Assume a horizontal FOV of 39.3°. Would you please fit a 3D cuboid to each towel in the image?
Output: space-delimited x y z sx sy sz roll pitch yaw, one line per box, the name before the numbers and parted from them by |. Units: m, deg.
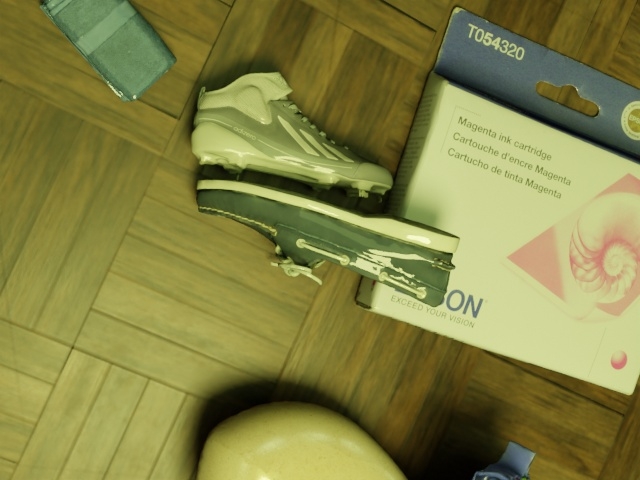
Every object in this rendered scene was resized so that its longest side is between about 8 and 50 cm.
towel | -0.193 -0.190 0.825 0.067 0.029 0.119 -43 104 -9

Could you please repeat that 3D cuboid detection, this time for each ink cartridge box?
ink cartridge box | 0.237 -0.037 0.946 0.324 0.071 0.330 18 90 -17

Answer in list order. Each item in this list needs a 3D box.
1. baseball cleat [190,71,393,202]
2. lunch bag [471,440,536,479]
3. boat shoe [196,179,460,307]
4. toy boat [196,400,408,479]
baseball cleat | -0.019 -0.103 0.863 0.205 0.072 0.110 10 82 -22
lunch bag | 0.151 0.338 0.861 0.138 0.221 0.293 19 83 22
boat shoe | 0.000 0.000 0.842 0.254 0.095 0.079 14 95 1
toy boat | -0.059 0.307 0.858 0.318 0.148 0.267 -47 110 -16
